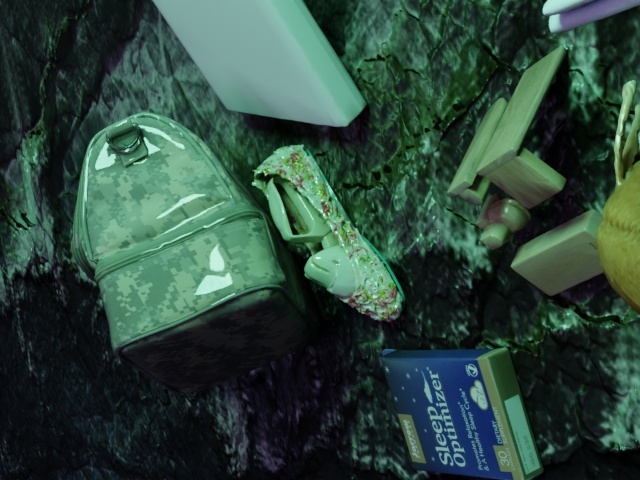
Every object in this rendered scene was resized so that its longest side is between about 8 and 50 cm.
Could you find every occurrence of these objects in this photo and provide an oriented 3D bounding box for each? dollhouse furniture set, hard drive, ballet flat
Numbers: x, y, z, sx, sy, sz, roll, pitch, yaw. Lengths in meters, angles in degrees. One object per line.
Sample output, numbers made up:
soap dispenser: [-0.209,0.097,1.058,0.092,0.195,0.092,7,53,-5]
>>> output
dollhouse furniture set: [0.209,-0.058,1.224,0.151,0.123,0.144,35,150,-13]
hard drive: [-0.115,-0.273,1.424,0.233,0.047,0.353,15,146,51]
ballet flat: [0.000,0.000,1.526,0.241,0.077,0.091,56,145,19]

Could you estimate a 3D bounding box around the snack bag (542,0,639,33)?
snack bag: [0.288,-0.279,0.734,0.037,0.342,0.323,39,153,-22]

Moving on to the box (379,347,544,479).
box: [0.137,0.184,1.469,0.225,0.036,0.136,-8,101,59]

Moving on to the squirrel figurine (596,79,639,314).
squirrel figurine: [0.340,-0.057,0.682,0.397,0.370,0.281,12,128,45]

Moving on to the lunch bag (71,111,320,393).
lunch bag: [-0.147,0.011,1.560,0.305,0.212,0.256,54,-164,-70]
